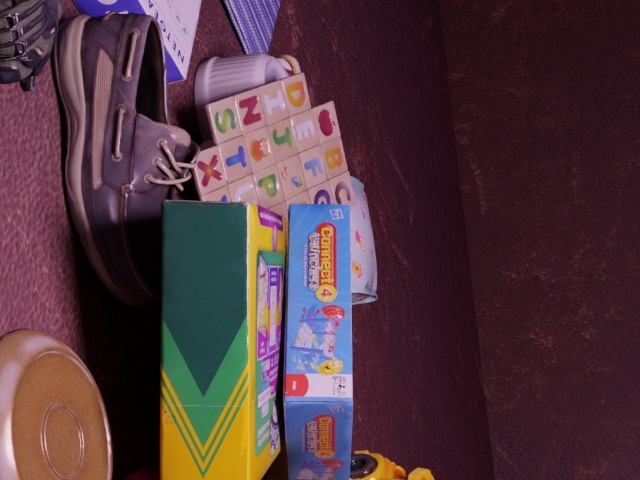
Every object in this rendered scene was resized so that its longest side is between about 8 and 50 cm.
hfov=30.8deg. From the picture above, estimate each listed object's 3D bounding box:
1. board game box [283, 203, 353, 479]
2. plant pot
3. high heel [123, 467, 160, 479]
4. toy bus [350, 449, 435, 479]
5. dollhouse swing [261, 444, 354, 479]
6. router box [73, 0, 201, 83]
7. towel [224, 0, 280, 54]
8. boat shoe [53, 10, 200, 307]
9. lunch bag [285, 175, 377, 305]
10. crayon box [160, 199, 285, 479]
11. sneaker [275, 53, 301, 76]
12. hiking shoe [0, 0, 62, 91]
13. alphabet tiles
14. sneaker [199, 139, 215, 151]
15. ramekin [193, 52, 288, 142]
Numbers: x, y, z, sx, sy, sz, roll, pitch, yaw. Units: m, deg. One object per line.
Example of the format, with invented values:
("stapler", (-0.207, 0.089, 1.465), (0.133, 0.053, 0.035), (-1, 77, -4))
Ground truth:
("board game box", (-0.002, 0.159, 1.602), (0.308, 0.086, 0.302), (90, 0, -55))
("plant pot", (-0.266, 0.201, 1.156), (0.236, 0.032, 0.236), (-13, 90, -74))
("high heel", (-0.086, 0.364, 1.361), (0.377, 0.181, 0.127), (59, 25, -47))
("toy bus", (0.141, 0.455, 1.984), (0.220, 0.211, 0.149), (-73, 145, -61))
("dollhouse swing", (-0.006, 0.534, 1.714), (0.347, 0.305, 0.315), (-75, -170, -57))
("router box", (-0.261, -0.415, 1.509), (0.335, 0.082, 0.301), (61, 24, -44))
("towel", (-0.133, -0.485, 2.070), (0.336, 0.040, 0.243), (-80, 154, -46))
("boat shoe", (-0.217, -0.102, 1.352), (0.132, 0.130, 0.355), (-1, 79, -73))
("lunch bag", (0.000, 0.000, 1.934), (0.262, 0.160, 0.223), (24, 57, -76))
("crayon box", (-0.109, 0.119, 1.375), (0.363, 0.106, 0.313), (24, 68, -85))
("sneaker", (-0.064, -0.233, 2.068), (0.084, 0.069, 0.186), (-39, 117, -52))
("hiking shoe", (-0.313, -0.218, 1.168), (0.227, 0.086, 0.114), (40, 51, -82))
("alphabet tiles", (-0.060, -0.086, 1.710), (0.342, 0.011, 0.285), (-28, 109, -50))
("sneaker", (-0.116, -0.030, 1.700), (0.240, 0.091, 0.126), (57, 34, -32))
("ramekin", (-0.105, -0.194, 1.814), (0.207, 0.109, 0.207), (-12, 90, -73))
